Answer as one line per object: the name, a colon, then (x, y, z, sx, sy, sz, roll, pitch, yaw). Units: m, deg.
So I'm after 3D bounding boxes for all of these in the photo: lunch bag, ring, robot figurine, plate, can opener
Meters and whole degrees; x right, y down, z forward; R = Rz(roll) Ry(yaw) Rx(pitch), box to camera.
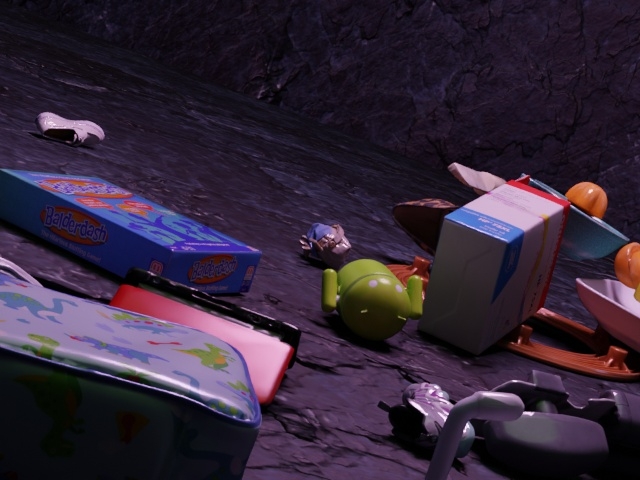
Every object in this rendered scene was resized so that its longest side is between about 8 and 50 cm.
lunch bag: (-0.146, 0.082, 0.862, 0.219, 0.090, 0.176, 18, 10, -14)
ring: (0.230, 0.086, 1.824, 0.337, 0.032, 0.336, 19, 8, -3)
robot figurine: (0.048, 0.058, 1.487, 0.101, 0.067, 0.115, 7, 12, -13)
plate: (0.446, 0.133, 1.853, 0.277, 0.045, 0.278, 33, 10, 21)
can opener: (0.248, 0.178, 1.269, 0.283, 0.076, 0.095, 16, 42, -24)

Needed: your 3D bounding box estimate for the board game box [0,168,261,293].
board game box: (-0.184, -0.008, 1.448, 0.210, 0.047, 0.160, 23, 10, 25)

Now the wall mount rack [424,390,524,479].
wall mount rack: (0.232, 0.194, 0.876, 0.304, 0.130, 0.350, 16, 11, -22)

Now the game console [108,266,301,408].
game console: (-0.096, 0.087, 1.186, 0.144, 0.085, 0.124, 21, -22, 3)

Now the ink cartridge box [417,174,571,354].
ink cartridge box: (0.199, 0.020, 1.661, 0.078, 0.134, 0.231, 22, 24, 24)

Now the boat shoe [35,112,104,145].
boat shoe: (-0.321, -0.137, 1.982, 0.100, 0.035, 0.035, 17, 36, -42)

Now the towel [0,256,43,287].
towel: (-0.321, -0.033, 1.161, 0.209, 0.034, 0.285, 38, -4, -35)

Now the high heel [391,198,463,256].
high heel: (0.140, -0.008, 1.852, 0.186, 0.093, 0.261, 16, 5, 20)

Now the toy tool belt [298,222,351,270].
toy tool belt: (0.000, 0.000, 1.781, 0.051, 0.052, 0.083, 25, 6, -21)

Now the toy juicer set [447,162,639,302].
toy juicer set: (0.310, -0.034, 1.877, 0.329, 0.089, 0.209, 32, 9, 0)

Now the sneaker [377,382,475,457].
sneaker: (0.070, 0.132, 1.189, 0.069, 0.038, 0.098, 16, 9, -28)
